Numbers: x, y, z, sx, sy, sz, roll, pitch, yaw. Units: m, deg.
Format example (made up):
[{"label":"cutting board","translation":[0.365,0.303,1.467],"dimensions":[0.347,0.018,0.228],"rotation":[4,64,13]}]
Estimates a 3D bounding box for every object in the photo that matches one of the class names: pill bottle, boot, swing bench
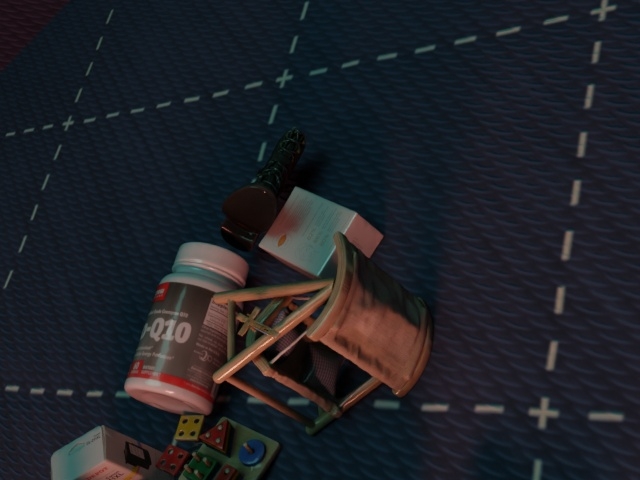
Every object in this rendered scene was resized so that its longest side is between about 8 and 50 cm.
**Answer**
[{"label":"pill bottle","translation":[-0.232,0.157,1.761],"dimensions":[0.161,0.161,0.283],"rotation":[-4,61,38]},{"label":"boot","translation":[-0.092,-0.115,1.781],"dimensions":[0.229,0.091,0.263],"rotation":[-61,5,-24]},{"label":"swing bench","translation":[0.010,0.149,1.500],"dimensions":[0.254,0.253,0.165],"rotation":[-25,49,26]}]

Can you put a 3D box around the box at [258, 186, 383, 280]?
[{"label":"box","translation":[0.000,0.000,1.724],"dimensions":[0.170,0.091,0.130],"rotation":[26,82,46]}]

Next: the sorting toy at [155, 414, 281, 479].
[{"label":"sorting toy","translation":[-0.163,0.356,1.622],"dimensions":[0.274,0.046,0.132],"rotation":[17,60,37]}]

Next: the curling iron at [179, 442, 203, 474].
[{"label":"curling iron","translation":[-0.156,0.422,1.615],"dimensions":[0.068,0.035,0.274],"rotation":[-52,43,0]}]

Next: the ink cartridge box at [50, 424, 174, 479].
[{"label":"ink cartridge box","translation":[-0.356,0.401,1.693],"dimensions":[0.127,0.175,0.072],"rotation":[-32,47,20]}]

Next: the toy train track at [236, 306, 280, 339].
[{"label":"toy train track","translation":[-0.087,0.124,1.404],"dimensions":[0.083,0.014,0.048],"rotation":[22,71,39]}]
